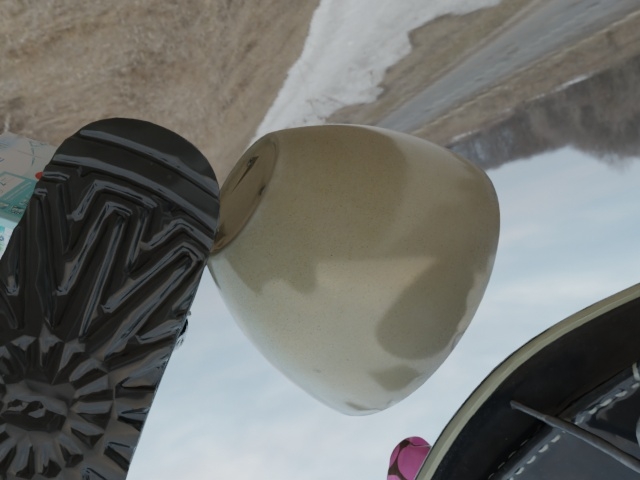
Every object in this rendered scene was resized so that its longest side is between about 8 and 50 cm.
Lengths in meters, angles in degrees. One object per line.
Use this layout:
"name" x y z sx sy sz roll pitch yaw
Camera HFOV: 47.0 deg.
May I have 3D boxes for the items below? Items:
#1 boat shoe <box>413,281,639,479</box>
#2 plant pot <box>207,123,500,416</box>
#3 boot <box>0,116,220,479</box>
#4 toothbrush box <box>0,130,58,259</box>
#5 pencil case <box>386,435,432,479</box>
"boat shoe" 0.239 0.109 0.413 0.500 0.187 0.156 -38 -170 17
"plant pot" 0.000 0.000 0.707 0.190 0.284 0.284 29 160 -24
"boot" -0.175 0.097 0.492 0.348 0.131 0.260 -61 -169 -14
"toothbrush box" -0.331 -0.014 0.947 0.295 0.126 0.216 17 -152 4
"pencil case" 0.193 0.307 0.929 0.209 0.095 0.098 7 -164 34
